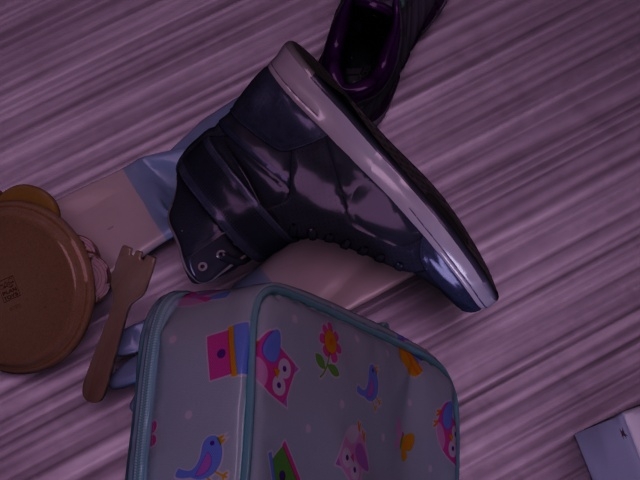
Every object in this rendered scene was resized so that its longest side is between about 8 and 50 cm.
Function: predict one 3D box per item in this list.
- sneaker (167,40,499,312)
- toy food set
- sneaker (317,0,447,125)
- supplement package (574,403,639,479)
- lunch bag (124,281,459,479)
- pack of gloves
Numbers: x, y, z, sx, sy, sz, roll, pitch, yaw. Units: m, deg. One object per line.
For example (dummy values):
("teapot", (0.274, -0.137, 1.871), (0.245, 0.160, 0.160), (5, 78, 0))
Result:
("sneaker", (0.000, -0.001, 1.108), (0.163, 0.086, 0.226), (-43, 93, 9))
("toy food set", (-0.210, 0.029, 1.140), (0.192, 0.038, 0.132), (23, 101, 16))
("sneaker", (0.056, -0.186, 1.185), (0.083, 0.098, 0.224), (18, 78, 0))
("supplement package", (0.313, 0.182, 1.100), (0.203, 0.149, 0.194), (-17, 80, -7))
("lunch bag", (-0.010, 0.147, 1.032), (0.107, 0.279, 0.224), (-10, 68, 28))
("pack of gloves", (-0.078, 0.013, 1.174), (0.232, 0.046, 0.195), (-31, 68, -9))
